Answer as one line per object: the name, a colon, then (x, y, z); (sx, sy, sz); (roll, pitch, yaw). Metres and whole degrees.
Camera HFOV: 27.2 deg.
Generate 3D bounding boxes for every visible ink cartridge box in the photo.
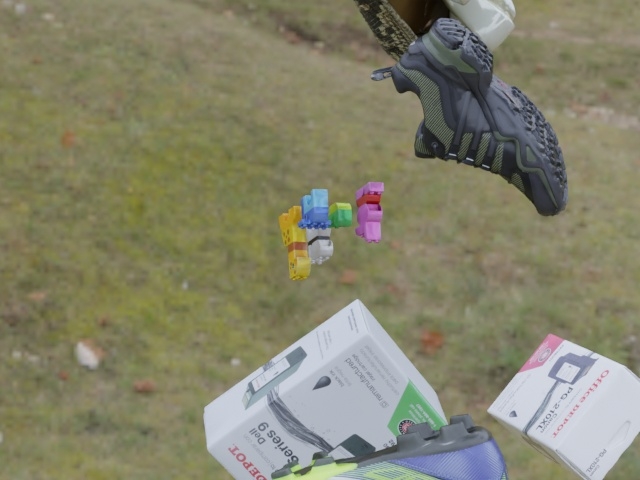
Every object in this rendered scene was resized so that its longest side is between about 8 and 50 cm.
ink cartridge box: (0.006, 0.260, 1.907); (0.289, 0.211, 0.121); (-37, 22, 9)
ink cartridge box: (0.396, 0.262, 2.086); (0.100, 0.172, 0.237); (42, -6, -19)

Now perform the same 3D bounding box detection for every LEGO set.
LEGO set: (0.000, 0.000, 1.691); (0.087, 0.093, 0.227); (2, -14, -20)

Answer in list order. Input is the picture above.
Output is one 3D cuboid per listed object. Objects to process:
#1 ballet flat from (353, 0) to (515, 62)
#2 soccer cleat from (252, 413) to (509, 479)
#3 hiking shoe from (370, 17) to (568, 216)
ballet flat: (0.118, -0.296, 1.498); (0.182, 0.164, 0.483); (32, -2, 39)
soccer cleat: (0.034, 0.249, 1.213); (0.289, 0.121, 0.093); (-19, -3, 19)
hiking shoe: (0.153, -0.106, 1.306); (0.114, 0.227, 0.086); (-33, 10, 27)
